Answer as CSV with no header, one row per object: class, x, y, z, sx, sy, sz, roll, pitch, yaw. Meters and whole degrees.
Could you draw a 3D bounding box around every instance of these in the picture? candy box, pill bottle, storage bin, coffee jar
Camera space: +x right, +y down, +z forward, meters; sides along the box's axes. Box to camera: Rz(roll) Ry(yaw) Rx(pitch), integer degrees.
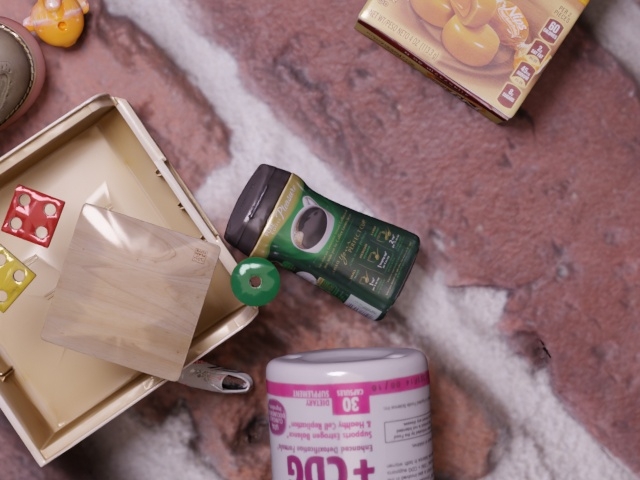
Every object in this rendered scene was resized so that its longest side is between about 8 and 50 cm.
candy box,0.194,-0.297,1.555,0.183,0.087,0.316,33,90,-3
pill bottle,0.033,0.252,1.524,0.160,0.160,0.283,-4,92,-3
storage bin,-0.232,0.032,1.525,0.260,0.123,0.262,-34,93,-1
coffee jar,0.000,0.000,1.556,0.184,0.079,0.096,27,79,-4

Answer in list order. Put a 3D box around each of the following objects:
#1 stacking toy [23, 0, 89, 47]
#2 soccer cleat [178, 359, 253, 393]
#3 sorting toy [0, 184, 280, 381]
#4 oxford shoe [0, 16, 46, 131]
stacking toy,-0.292,-0.333,1.512,0.175,0.166,0.302,-22,104,-15
soccer cleat,-0.109,0.139,1.577,0.083,0.035,0.029,12,91,-3
sorting toy,-0.183,0.044,1.444,0.274,0.046,0.132,18,90,-4
oxford shoe,-0.441,-0.072,1.489,0.397,0.146,0.140,-44,95,8
